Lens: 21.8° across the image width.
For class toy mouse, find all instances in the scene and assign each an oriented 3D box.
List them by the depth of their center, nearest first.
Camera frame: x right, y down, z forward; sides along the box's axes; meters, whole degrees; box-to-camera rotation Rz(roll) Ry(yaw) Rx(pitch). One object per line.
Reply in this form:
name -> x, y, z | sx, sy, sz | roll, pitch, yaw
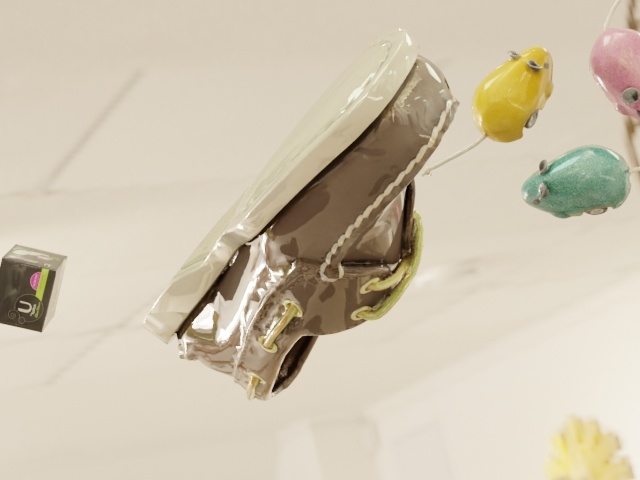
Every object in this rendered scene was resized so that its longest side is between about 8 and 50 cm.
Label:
toy mouse -> 0.154, -0.069, 0.939 | 0.161, 0.143, 0.031 | -52, -27, -3

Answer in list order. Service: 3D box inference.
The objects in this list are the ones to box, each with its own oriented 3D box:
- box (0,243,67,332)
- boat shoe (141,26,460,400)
box -> -0.267, 0.043, 1.518 | 0.052, 0.062, 0.083 | 13, 7, -3
boat shoe -> 0.000, 0.000, 0.871 | 0.117, 0.096, 0.324 | -53, 4, -32
